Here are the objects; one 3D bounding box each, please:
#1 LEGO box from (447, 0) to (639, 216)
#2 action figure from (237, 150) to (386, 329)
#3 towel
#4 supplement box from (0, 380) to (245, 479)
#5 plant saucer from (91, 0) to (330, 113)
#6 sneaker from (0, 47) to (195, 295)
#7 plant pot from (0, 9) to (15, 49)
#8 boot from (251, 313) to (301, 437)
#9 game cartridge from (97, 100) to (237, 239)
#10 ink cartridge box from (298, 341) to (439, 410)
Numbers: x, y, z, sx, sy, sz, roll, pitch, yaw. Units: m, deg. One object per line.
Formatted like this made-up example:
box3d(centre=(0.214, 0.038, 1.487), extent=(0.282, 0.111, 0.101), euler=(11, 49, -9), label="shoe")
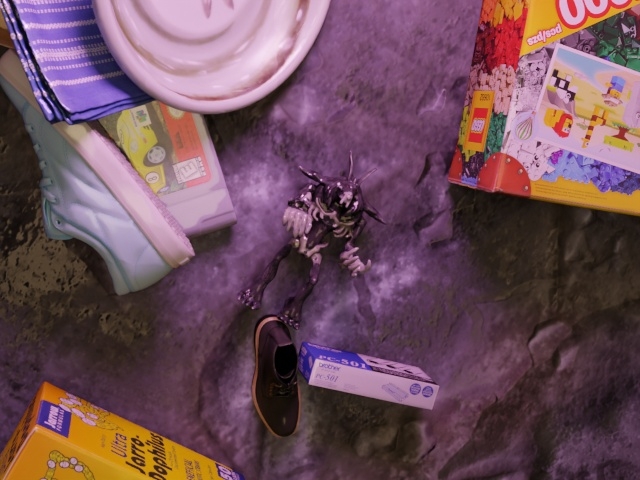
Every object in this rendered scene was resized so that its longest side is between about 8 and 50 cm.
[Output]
box3d(centre=(0.488, -0.227, 1.385), extent=(0.500, 0.193, 0.372), euler=(7, 97, -15), label="LEGO box")
box3d(centre=(0.000, 0.000, 1.336), extent=(0.164, 0.141, 0.275), euler=(31, 95, -15), label="action figure")
box3d(centre=(-0.313, -0.321, 1.129), extent=(0.040, 0.243, 0.336), euler=(-14, 100, 30), label="towel")
box3d(centre=(-0.294, 0.389, 1.301), extent=(0.357, 0.194, 0.195), euler=(30, 92, -17), label="supplement box")
box3d(centre=(-0.150, -0.374, 1.203), extent=(0.400, 0.101, 0.400), euler=(-23, 125, -38), label="plant saucer")
box3d(centre=(-0.332, -0.077, 1.194), extent=(0.150, 0.135, 0.366), euler=(-37, 102, -2), label="sneaker")
box3d(centre=(-0.395, -0.378, 1.229), extent=(0.236, 0.032, 0.236), euler=(-2, 99, -14), label="plant pot")
box3d(centre=(-0.061, 0.225, 1.359), extent=(0.077, 0.137, 0.197), euler=(-13, 103, -11), label="boot")
box3d(centre=(-0.255, -0.131, 1.297), extent=(0.196, 0.060, 0.294), euler=(-19, 103, -6), label="game cartridge")
box3d(centre=(0.072, 0.213, 1.410), extent=(0.207, 0.097, 0.046), euler=(14, 96, -16), label="ink cartridge box")
